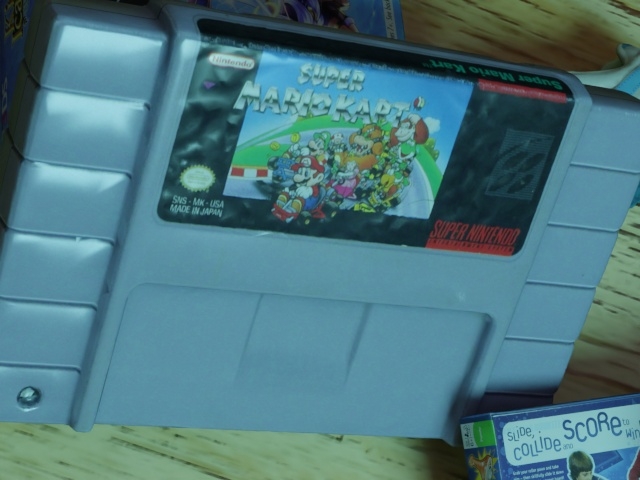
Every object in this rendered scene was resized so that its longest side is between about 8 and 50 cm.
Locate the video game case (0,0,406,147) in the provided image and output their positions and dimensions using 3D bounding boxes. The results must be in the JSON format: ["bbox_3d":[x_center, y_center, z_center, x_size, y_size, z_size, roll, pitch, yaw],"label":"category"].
[{"bbox_3d":[-0.064,-0.124,0.922,0.244,0.061,0.269,9,59,-27],"label":"video game case"}]

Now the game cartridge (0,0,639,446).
[{"bbox_3d":[0.000,0.000,0.836,0.355,0.230,0.068,6,29,-27],"label":"game cartridge"}]

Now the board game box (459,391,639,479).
[{"bbox_3d":[0.183,0.158,0.916,0.201,0.035,0.136,-3,81,-29],"label":"board game box"}]

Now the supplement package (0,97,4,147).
[{"bbox_3d":[-0.216,-0.021,0.889,0.105,0.105,0.179,-30,81,-20],"label":"supplement package"}]

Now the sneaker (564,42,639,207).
[{"bbox_3d":[0.142,-0.046,0.993,0.228,0.087,0.092,-29,72,-26],"label":"sneaker"}]
